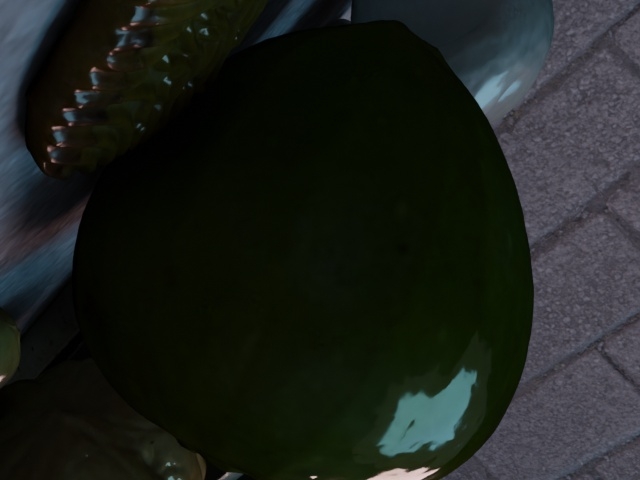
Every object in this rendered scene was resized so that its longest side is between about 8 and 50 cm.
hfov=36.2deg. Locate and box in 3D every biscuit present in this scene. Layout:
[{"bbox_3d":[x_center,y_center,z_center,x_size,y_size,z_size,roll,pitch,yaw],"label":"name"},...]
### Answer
[{"bbox_3d":[-0.063,-0.093,0.443,0.176,0.031,0.228,-44,-178,9],"label":"biscuit"}]

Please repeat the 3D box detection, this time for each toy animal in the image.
[{"bbox_3d":[0.093,-0.153,0.873,0.265,0.206,0.272,-40,-177,37],"label":"toy animal"}]

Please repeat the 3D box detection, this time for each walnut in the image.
[{"bbox_3d":[-0.197,0.208,0.780,0.225,0.225,0.260,-47,157,-39],"label":"walnut"}]

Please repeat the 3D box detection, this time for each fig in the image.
[{"bbox_3d":[0.000,0.000,0.632,0.316,0.316,0.316,-46,-178,2],"label":"fig"}]

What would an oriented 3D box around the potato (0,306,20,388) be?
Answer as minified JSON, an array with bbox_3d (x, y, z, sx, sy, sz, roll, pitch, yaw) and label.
[{"bbox_3d":[-0.200,0.075,0.441,0.138,0.070,0.091,-48,-179,-11],"label":"potato"}]

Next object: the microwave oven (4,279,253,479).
[{"bbox_3d":[-0.104,0.127,0.984,0.394,0.333,0.247,-44,178,28],"label":"microwave oven"}]
